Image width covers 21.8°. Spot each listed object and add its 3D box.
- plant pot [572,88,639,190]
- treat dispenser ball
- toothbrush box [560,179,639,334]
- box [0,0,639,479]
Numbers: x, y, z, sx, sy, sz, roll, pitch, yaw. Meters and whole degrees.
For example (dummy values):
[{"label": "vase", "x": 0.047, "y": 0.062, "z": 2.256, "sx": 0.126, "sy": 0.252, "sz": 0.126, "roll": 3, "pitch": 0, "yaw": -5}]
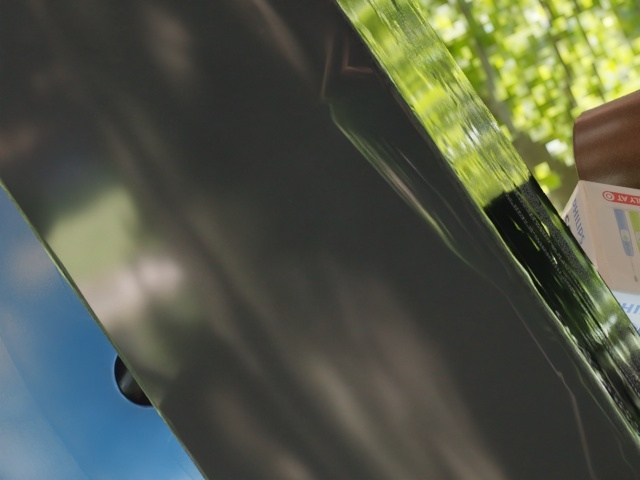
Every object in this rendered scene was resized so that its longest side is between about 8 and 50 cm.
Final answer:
[{"label": "plant pot", "x": 0.331, "y": -0.083, "z": 1.535, "sx": 0.165, "sy": 0.167, "sz": 0.167, "roll": -15, "pitch": -167, "yaw": 28}, {"label": "treat dispenser ball", "x": -0.165, "y": 0.084, "z": 1.153, "sx": 0.288, "sy": 0.288, "sz": 0.288, "roll": -26, "pitch": -172, "yaw": 4}, {"label": "toothbrush box", "x": 0.263, "y": 0.102, "z": 1.364, "sx": 0.206, "sy": 0.122, "sz": 0.283, "roll": 8, "pitch": 136, "yaw": -13}, {"label": "box", "x": -0.006, "y": -0.021, "z": 0.483, "sx": 0.103, "sy": 0.261, "sz": 0.184, "roll": -34, "pitch": -179, "yaw": 10}]
